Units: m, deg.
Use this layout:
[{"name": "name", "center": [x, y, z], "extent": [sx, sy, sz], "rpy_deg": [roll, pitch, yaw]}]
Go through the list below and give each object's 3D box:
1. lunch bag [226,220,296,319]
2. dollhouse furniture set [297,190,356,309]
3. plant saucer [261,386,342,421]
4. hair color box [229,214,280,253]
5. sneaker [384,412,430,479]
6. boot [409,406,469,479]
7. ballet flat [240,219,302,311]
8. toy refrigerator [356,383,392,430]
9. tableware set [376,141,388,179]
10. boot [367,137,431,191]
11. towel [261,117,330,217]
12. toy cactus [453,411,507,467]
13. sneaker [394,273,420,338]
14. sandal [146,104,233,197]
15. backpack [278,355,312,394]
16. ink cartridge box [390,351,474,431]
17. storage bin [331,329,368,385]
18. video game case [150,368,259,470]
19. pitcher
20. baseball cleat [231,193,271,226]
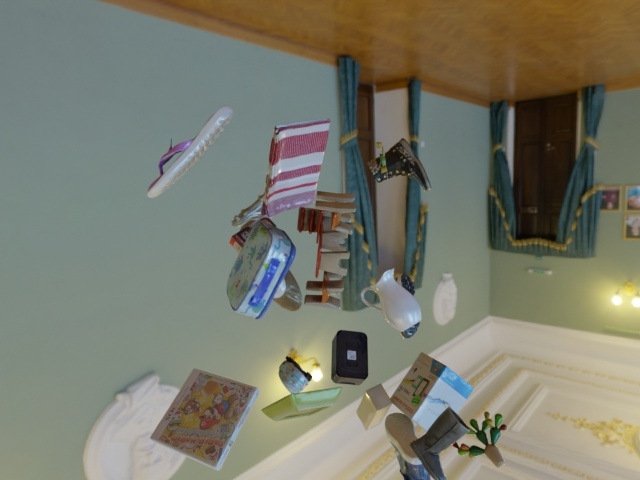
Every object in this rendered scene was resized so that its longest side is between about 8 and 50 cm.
[{"name": "lunch bag", "center": [-0.151, 0.074, 1.074], "extent": [0.090, 0.219, 0.176], "rpy_deg": [24, -172, -26]}, {"name": "dollhouse furniture set", "center": [0.000, 0.000, 1.086], "extent": [0.135, 0.262, 0.259], "rpy_deg": [7, -157, -1]}, {"name": "plant saucer", "center": [-0.053, 0.493, 1.281], "extent": [0.188, 0.045, 0.188], "rpy_deg": [7, 146, -36]}, {"name": "hair color box", "center": [-0.197, -0.013, 1.297], "extent": [0.141, 0.072, 0.043], "rpy_deg": [-39, 169, -38]}, {"name": "sneaker", "center": [0.363, 0.911, 1.808], "extent": [0.130, 0.237, 0.323], "rpy_deg": [-9, -168, -9]}, {"name": "boot", "center": [0.448, 0.734, 1.536], "extent": [0.208, 0.190, 0.076], "rpy_deg": [-40, 159, 4]}, {"name": "ballet flat", "center": [-0.176, 0.085, 1.417], "extent": [0.116, 0.343, 0.124], "rpy_deg": [-28, 171, 19]}, {"name": "toy refrigerator", "center": [0.251, 0.781, 2.012], "extent": [0.094, 0.270, 0.102], "rpy_deg": [-17, -128, -22]}, {"name": "tableware set", "center": [0.210, -0.286, 1.486], "extent": [0.024, 0.104, 0.154], "rpy_deg": [-9, -135, 9]}, {"name": "boot", "center": [0.303, -0.256, 1.658], "extent": [0.178, 0.237, 0.085], "rpy_deg": [-30, 161, 11]}, {"name": "towel", "center": [-0.079, -0.239, 1.443], "extent": [0.237, 0.329, 0.037], "rpy_deg": [-22, -131, -39]}, {"name": "toy cactus", "center": [0.593, 0.730, 1.549], "extent": [0.219, 0.112, 0.180], "rpy_deg": [-39, -147, 7]}, {"name": "sneaker", "center": [0.349, 0.283, 1.832], "extent": [0.100, 0.272, 0.108], "rpy_deg": [18, 148, -36]}, {"name": "sandal", "center": [-0.467, -0.320, 1.489], "extent": [0.416, 0.102, 0.169], "rpy_deg": [-46, -172, 0]}, {"name": "backpack", "center": [-0.111, 0.594, 1.858], "extent": [0.115, 0.152, 0.182], "rpy_deg": [-49, -174, -14]}, {"name": "ink cartridge box", "center": [0.487, 0.683, 1.904], "extent": [0.197, 0.270, 0.198], "rpy_deg": [40, 170, -19]}, {"name": "storage bin", "center": [0.109, 0.438, 1.613], "extent": [0.121, 0.180, 0.084], "rpy_deg": [8, 145, -8]}, {"name": "video game case", "center": [-0.298, 0.450, 1.112], "extent": [0.226, 0.026, 0.206], "rpy_deg": [6, -132, 28]}, {"name": "pitcher", "center": [0.253, 0.231, 1.560], "extent": [0.177, 0.207, 0.125], "rpy_deg": [-41, 164, 33]}, {"name": "baseball cleat", "center": [-0.258, -0.104, 1.738], "extent": [0.205, 0.109, 0.072], "rpy_deg": [-39, -150, 3]}]
